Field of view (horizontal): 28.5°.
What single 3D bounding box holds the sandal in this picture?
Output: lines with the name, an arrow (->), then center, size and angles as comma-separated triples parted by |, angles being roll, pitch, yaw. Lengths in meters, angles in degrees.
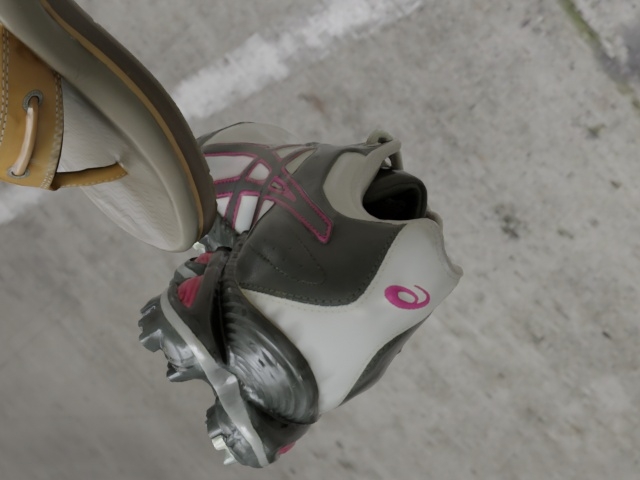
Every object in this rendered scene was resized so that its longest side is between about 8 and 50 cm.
sandal -> -0.086, -0.046, 0.329 | 0.072, 0.049, 0.180 | 28, 163, 31

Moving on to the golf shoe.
golf shoe -> 0.000, 0.000, 0.580 | 0.105, 0.120, 0.273 | 55, -169, -21
